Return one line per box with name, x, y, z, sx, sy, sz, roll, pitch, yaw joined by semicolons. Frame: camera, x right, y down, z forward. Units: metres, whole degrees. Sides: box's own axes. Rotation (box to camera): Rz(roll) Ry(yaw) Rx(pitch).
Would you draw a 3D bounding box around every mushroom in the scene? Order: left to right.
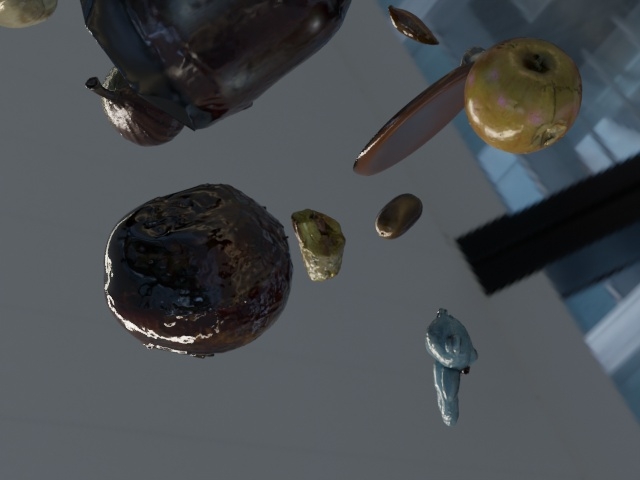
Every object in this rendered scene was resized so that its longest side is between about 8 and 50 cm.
mushroom;-0.564;-0.536;2.261;0.260;0.234;0.254;58;-149;-56

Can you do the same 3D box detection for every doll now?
doll;0.205;0.194;1.798;0.120;0.075;0.180;-112;8;-67

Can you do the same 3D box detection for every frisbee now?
frisbee;0.150;-0.177;1.769;0.021;0.251;0.251;52;-151;11

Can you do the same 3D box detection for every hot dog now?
hot dog;0.001;0.000;1.565;0.169;0.061;0.078;78;170;-68

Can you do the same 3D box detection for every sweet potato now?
sweet potato;0.138;-0.320;1.781;0.095;0.034;0.034;35;-153;1

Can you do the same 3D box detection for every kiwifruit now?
kiwifruit;0.159;-0.050;2.426;0.075;0.075;0.124;42;-124;4

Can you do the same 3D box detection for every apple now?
apple;0.240;-0.170;1.420;0.146;0.146;0.146;30;-151;-19

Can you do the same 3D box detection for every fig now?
fig;-0.426;-0.318;2.623;0.217;0.217;0.321;49;-159;16

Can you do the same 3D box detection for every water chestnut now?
water chestnut;-0.208;0.072;2.063;0.350;0.302;0.350;-4;-150;3

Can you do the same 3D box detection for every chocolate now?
chocolate;-0.127;-0.388;1.730;0.383;0.331;0.384;47;-155;-31

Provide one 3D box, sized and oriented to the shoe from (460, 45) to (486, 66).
shoe;0.305;-0.266;1.942;0.092;0.089;0.180;17;-165;42
